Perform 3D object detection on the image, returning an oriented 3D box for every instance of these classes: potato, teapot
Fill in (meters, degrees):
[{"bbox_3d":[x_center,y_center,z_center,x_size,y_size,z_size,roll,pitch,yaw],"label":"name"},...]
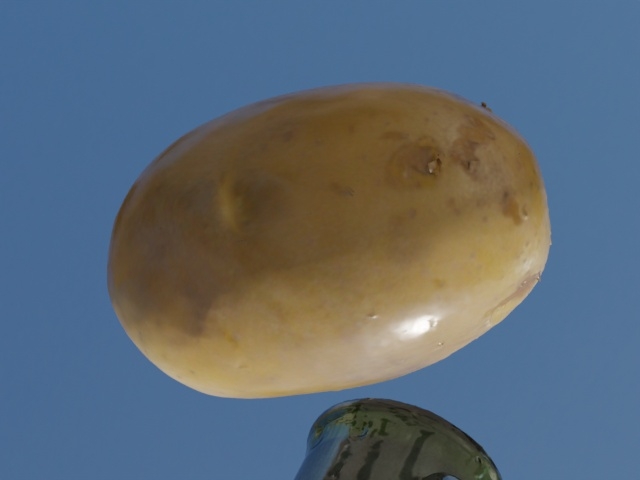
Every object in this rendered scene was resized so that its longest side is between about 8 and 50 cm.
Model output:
[{"bbox_3d":[0.000,0.000,0.933,0.234,0.146,0.150,-18,-100,12],"label":"potato"},{"bbox_3d":[0.037,0.274,1.469,0.200,0.270,0.337,35,-132,-7],"label":"teapot"}]
